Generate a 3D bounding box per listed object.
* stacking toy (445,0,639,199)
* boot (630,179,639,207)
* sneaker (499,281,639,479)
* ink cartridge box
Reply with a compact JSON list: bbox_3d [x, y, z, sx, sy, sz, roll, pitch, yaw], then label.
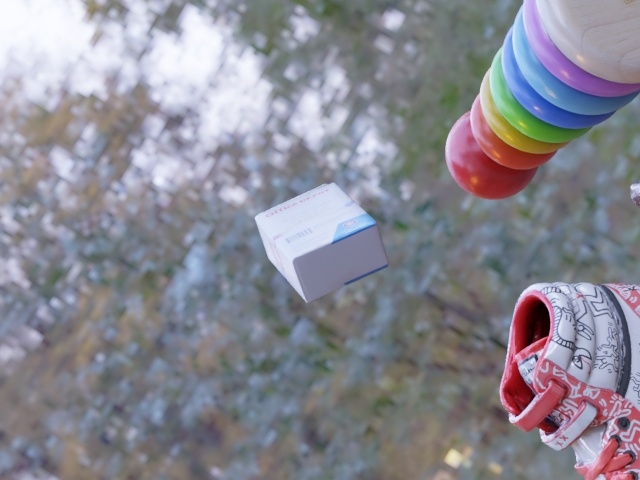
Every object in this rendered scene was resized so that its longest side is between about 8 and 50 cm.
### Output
[{"bbox_3d":[0.200,-0.134,1.603,0.141,0.141,0.330,-53,-1,-28],"label":"stacking toy"},{"bbox_3d":[0.442,-0.065,1.834,0.207,0.248,0.090,55,-146,-86],"label":"boot"},{"bbox_3d":[0.197,0.151,1.236,0.090,0.145,0.270,133,140,-53],"label":"sneaker"},{"bbox_3d":[0.000,0.000,1.734,0.088,0.122,0.052,-24,-63,-10],"label":"ink cartridge box"}]
